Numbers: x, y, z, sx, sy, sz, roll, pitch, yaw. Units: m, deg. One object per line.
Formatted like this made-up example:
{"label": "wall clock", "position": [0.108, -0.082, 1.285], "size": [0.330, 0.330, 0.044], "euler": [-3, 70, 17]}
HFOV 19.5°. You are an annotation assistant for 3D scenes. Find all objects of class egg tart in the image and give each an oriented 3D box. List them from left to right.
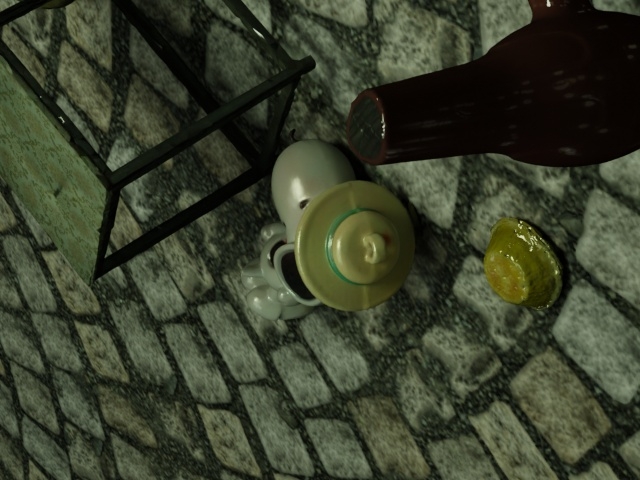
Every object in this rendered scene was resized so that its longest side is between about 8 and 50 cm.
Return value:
{"label": "egg tart", "position": [0.190, 0.027, 1.793], "size": [0.105, 0.039, 0.105], "euler": [35, 143, 32]}

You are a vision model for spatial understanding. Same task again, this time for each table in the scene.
{"label": "table", "position": [-0.224, -0.185, 1.961], "size": [0.335, 0.272, 0.222], "euler": [50, 155, 15]}

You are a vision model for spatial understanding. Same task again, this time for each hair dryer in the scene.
{"label": "hair dryer", "position": [0.143, -0.222, 1.462], "size": [0.123, 0.313, 0.340], "euler": [-17, 82, 58]}

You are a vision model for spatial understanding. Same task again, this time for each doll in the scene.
{"label": "doll", "position": [0.004, 0.021, 1.987], "size": [0.271, 0.144, 0.208], "euler": [106, 147, -47]}

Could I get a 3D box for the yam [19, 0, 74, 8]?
{"label": "yam", "position": [-0.399, -0.398, 2.206], "size": [0.330, 0.133, 0.133], "euler": [45, 147, 16]}
